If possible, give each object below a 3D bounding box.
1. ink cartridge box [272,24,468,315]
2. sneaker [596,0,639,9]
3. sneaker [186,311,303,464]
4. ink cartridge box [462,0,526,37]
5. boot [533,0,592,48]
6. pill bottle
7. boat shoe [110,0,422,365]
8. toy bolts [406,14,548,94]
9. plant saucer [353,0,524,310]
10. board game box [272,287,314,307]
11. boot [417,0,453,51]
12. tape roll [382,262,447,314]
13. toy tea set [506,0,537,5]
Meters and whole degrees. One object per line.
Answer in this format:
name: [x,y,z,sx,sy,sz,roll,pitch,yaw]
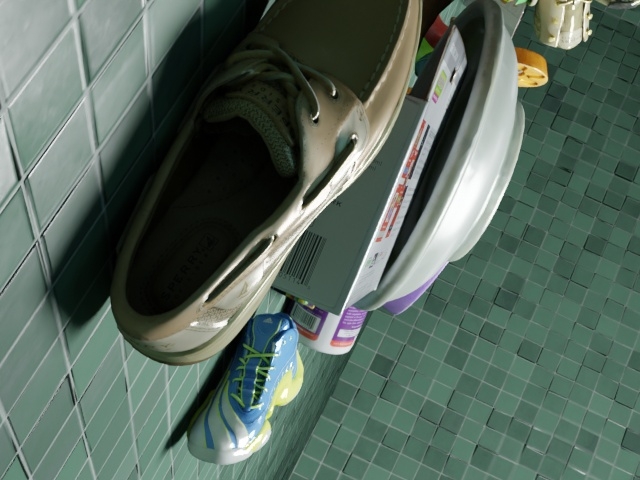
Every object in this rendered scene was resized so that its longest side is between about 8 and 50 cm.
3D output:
ink cartridge box: [0.034,-0.086,1.154,0.309,0.130,0.272,-9,122,-82]
sneaker: [0.332,-0.451,1.300,0.182,0.158,0.410,-69,156,-65]
sneaker: [-0.087,0.156,1.363,0.240,0.091,0.126,-49,144,-64]
ink cartridge box: [0.340,-0.467,1.990,0.181,0.056,0.225,56,-47,51]
boot: [0.391,-0.385,1.786,0.262,0.095,0.203,-120,-154,-60]
pill bottle: [0.029,0.053,1.660,0.193,0.108,0.108,-67,172,19]
boat shoe: [-0.028,-0.073,0.794,0.341,0.121,0.110,-62,173,-14]
toy bolts: [0.207,-0.212,1.685,0.228,0.218,0.158,50,51,-75]
plant saucer: [0.153,-0.089,1.426,0.400,0.100,0.400,-158,-90,-81]
board game box: [0.000,0.000,1.522,0.141,0.048,0.170,63,52,-83]
boot: [0.168,-0.329,1.372,0.305,0.115,0.112,-63,174,-9]
tape roll: [0.155,-0.024,1.799,0.275,0.090,0.275,-55,-175,7]
toy tea set: [0.274,-0.472,1.802,0.336,0.124,0.200,95,-8,-61]
